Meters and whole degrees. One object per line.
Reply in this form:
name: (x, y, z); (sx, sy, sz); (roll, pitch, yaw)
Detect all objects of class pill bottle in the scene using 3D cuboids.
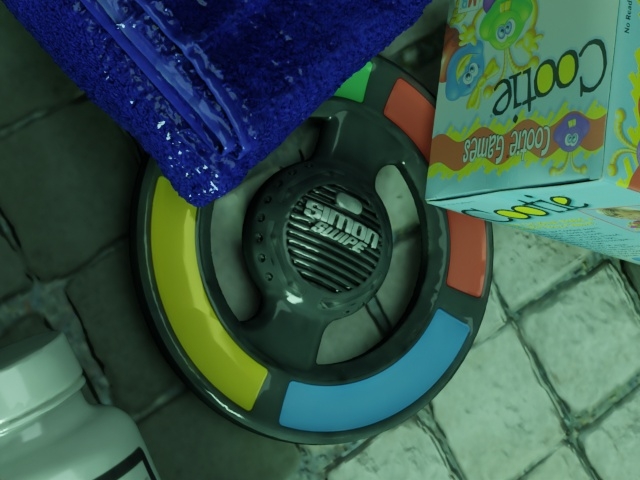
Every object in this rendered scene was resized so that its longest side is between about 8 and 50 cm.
pill bottle: (-0.125, 0.148, 0.873); (0.108, 0.108, 0.193); (-27, 98, -28)

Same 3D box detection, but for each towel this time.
towel: (-0.083, -0.196, 0.921); (0.227, 0.076, 0.308); (-45, 98, -24)

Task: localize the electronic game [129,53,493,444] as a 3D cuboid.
electronic game: (0.000, 0.000, 0.988); (0.229, 0.048, 0.229); (3, 84, -28)

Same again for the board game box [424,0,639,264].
board game box: (0.217, -0.065, 1.038); (0.275, 0.144, 0.142); (15, 77, -36)
